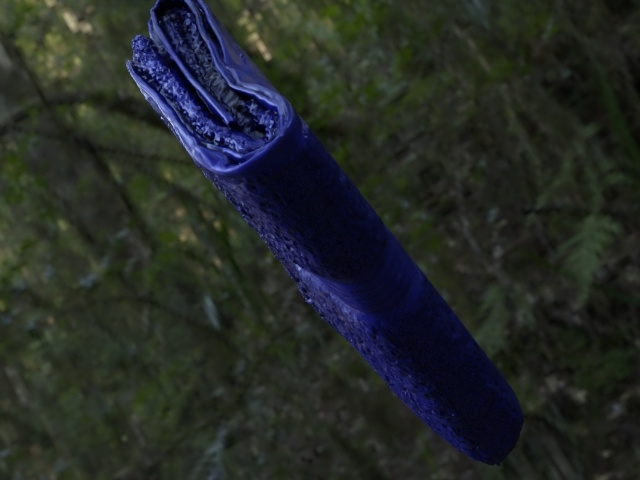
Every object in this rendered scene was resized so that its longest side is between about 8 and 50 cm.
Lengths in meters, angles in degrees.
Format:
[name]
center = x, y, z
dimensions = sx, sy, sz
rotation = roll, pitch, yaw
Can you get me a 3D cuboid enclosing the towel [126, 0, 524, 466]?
[towel]
center = 0.000, 0.000, 0.976
dimensions = 0.076, 0.227, 0.308
rotation = -38, -55, 2
